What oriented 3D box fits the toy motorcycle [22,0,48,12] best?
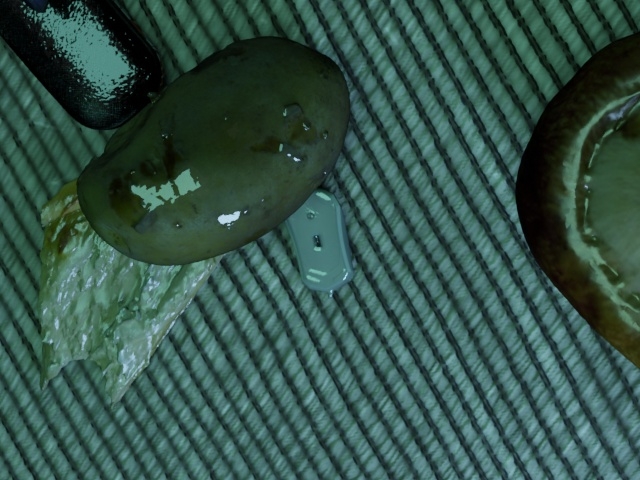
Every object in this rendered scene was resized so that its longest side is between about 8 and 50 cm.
[{"bbox_3d":[-0.238,-0.397,1.199,0.212,0.125,0.358,27,83,7],"label":"toy motorcycle"}]

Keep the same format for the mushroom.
[{"bbox_3d":[0.341,-0.026,1.111,0.345,0.259,0.345,1,99,8],"label":"mushroom"}]

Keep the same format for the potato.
[{"bbox_3d":[-0.088,-0.076,1.212,0.262,0.165,0.165,-30,93,-4],"label":"potato"}]

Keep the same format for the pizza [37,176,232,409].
[{"bbox_3d":[-0.207,0.044,1.324,0.181,0.034,0.262,30,102,3],"label":"pizza"}]

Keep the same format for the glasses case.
[{"bbox_3d":[-0.254,-0.220,1.273,0.103,0.067,0.266,-39,90,12],"label":"glasses case"}]

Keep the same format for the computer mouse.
[{"bbox_3d":[0.000,0.000,1.286,0.056,0.032,0.110,-9,105,12],"label":"computer mouse"}]
